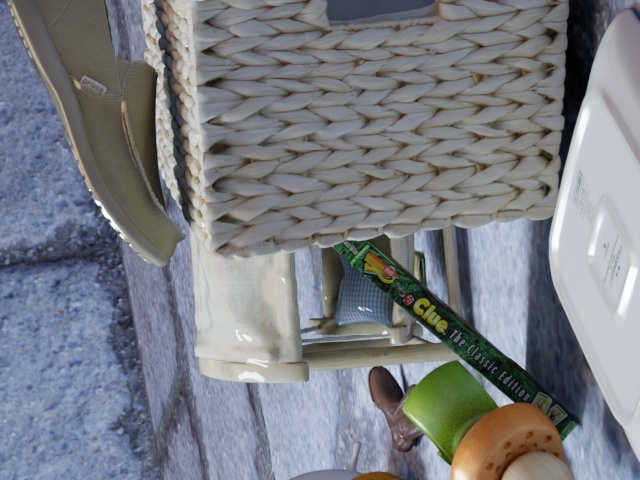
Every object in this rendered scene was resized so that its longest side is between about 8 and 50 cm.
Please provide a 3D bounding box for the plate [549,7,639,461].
[{"bbox_3d":[0.237,0.012,1.512,0.278,0.045,0.277,-109,19,-43],"label":"plate"}]

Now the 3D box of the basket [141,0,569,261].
[{"bbox_3d":[0.021,-0.163,1.701,0.331,0.328,0.266,-130,35,-70],"label":"basket"}]

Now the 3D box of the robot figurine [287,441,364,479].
[{"bbox_3d":[0.014,0.405,2.229,0.300,0.200,0.353,-62,-25,-63],"label":"robot figurine"}]

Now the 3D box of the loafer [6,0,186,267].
[{"bbox_3d":[-0.170,-0.107,1.646,0.268,0.092,0.102,64,177,-1],"label":"loafer"}]

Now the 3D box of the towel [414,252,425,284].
[{"bbox_3d":[0.097,0.041,2.135,0.083,0.009,0.060,-154,58,-73],"label":"towel"}]

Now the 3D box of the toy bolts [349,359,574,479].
[{"bbox_3d":[0.139,0.253,1.678,0.158,0.218,0.228,42,176,47],"label":"toy bolts"}]

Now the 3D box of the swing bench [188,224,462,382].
[{"bbox_3d":[0.000,0.000,1.983,0.165,0.255,0.253,-166,70,-71],"label":"swing bench"}]

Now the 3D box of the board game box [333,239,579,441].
[{"bbox_3d":[0.106,0.070,1.726,0.030,0.260,0.136,-50,23,0],"label":"board game box"}]

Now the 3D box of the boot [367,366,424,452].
[{"bbox_3d":[0.089,0.170,2.164,0.114,0.037,0.106,113,134,-69],"label":"boot"}]
